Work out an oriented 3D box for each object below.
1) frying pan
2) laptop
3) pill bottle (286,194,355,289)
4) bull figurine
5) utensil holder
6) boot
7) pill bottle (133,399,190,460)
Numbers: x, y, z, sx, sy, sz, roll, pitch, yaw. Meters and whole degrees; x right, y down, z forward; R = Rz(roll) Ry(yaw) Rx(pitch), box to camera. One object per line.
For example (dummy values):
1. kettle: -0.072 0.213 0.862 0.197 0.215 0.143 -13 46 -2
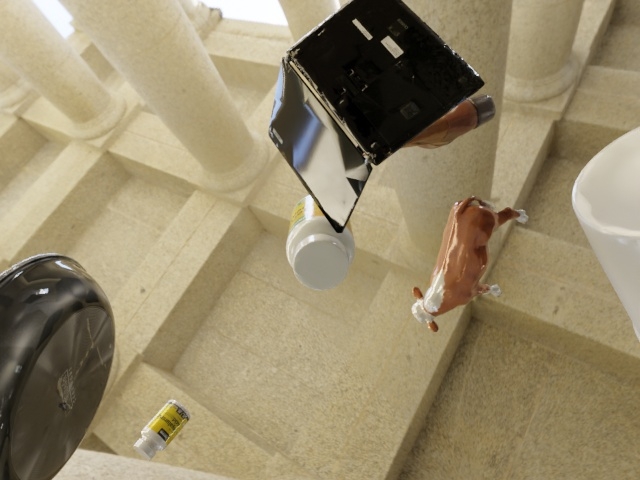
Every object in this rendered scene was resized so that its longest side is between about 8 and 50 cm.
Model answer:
1. frying pan: -0.214 0.115 0.280 0.053 0.326 0.197 11 -84 0
2. laptop: 0.055 -0.187 0.663 0.264 0.136 0.234 -37 -112 6
3. pill bottle: 0.000 0.000 0.794 0.118 0.117 0.208 -18 -158 8
4. bull figurine: 0.297 0.052 0.931 0.188 0.310 0.101 -9 -144 -29
5. utensil holder: 0.663 0.016 0.775 0.328 0.385 0.327 -34 -154 19
6. boot: 0.190 -0.215 0.984 0.280 0.096 0.264 -24 -166 -18
7. pill bottle: -0.344 0.411 0.985 0.065 0.065 0.116 16 -137 26
